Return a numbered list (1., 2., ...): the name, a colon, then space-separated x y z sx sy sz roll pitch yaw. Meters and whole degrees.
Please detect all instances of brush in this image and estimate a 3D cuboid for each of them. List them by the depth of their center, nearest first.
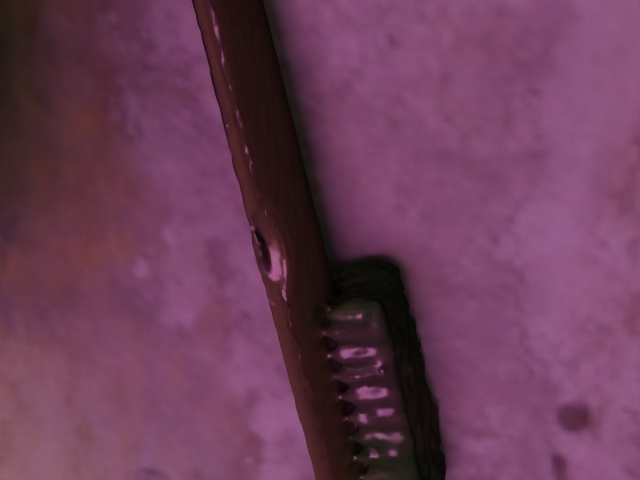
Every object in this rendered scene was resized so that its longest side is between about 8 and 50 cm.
1. brush: 0.000 0.000 0.496 0.048 0.054 0.282 -9 116 14
